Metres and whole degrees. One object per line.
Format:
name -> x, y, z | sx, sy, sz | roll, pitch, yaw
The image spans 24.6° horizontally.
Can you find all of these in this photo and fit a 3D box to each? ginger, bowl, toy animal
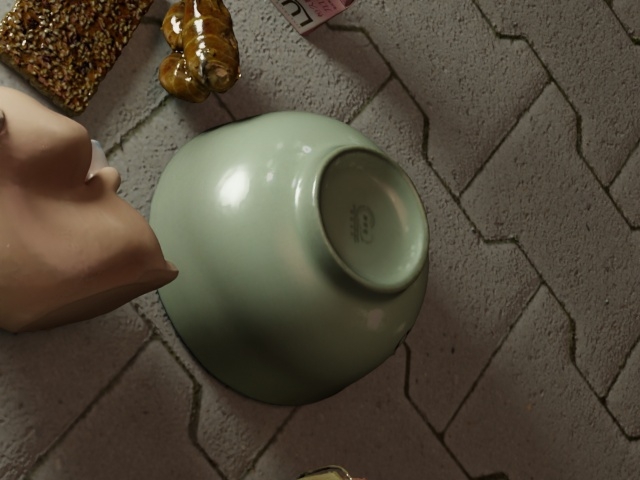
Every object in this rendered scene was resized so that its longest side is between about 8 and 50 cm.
ginger -> -0.140, -0.225, 1.695 | 0.073, 0.103, 0.162 | 20, 52, -40
bowl -> 0.000, 0.000, 1.670 | 0.354, 0.185, 0.354 | 17, 63, -37
toy animal -> -0.277, -0.035, 1.434 | 0.213, 0.195, 0.256 | -29, 91, -52

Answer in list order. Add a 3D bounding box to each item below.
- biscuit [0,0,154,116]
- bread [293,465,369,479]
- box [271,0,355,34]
biscuit -> -0.268, -0.257, 1.639 | 0.131, 0.026, 0.237 | 43, 51, -24
bread -> 0.022, 0.357, 1.584 | 0.212, 0.142, 0.224 | 12, 66, -35
box -> -0.029, -0.340, 1.827 | 0.156, 0.111, 0.060 | 48, 56, -16
